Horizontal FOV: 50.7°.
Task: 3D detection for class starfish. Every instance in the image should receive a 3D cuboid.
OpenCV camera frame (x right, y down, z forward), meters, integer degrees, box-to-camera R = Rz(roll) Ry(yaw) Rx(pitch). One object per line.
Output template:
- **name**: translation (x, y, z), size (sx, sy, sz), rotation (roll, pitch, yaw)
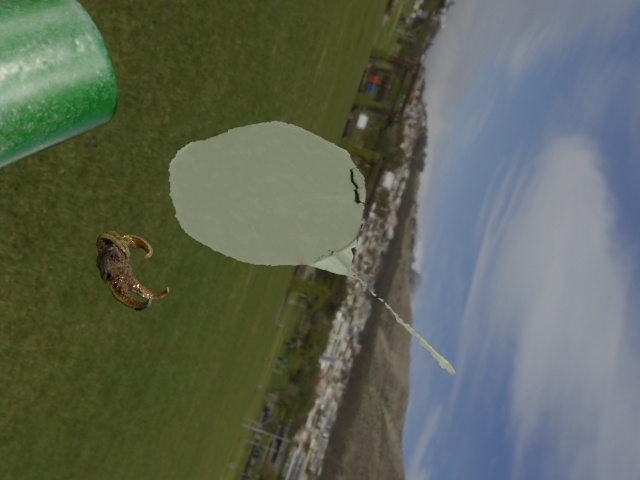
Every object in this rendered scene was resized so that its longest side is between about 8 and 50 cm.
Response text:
- **starfish**: translation (-0.323, 0.052, 1.127), size (0.190, 0.074, 0.146), rotation (45, 27, -82)

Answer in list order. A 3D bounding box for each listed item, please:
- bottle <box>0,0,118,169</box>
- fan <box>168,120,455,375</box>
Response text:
- **bottle**: translation (-0.265, -0.042, 0.333), size (0.330, 0.093, 0.093), rotation (-31, 155, -32)
- **fan**: translation (0.000, 0.001, 0.561), size (0.182, 0.310, 0.010), rotation (-27, 149, -29)
